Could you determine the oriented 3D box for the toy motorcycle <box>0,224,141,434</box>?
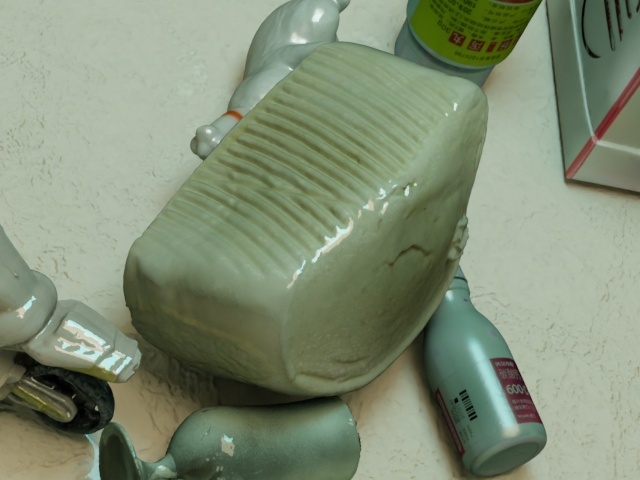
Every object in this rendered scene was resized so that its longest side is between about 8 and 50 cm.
[{"bbox_3d":[-0.322,0.052,1.396,0.340,0.223,0.108,29,47,-1],"label":"toy motorcycle"}]

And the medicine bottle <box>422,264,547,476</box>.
[{"bbox_3d":[0.153,0.128,1.594,0.090,0.090,0.217,-7,59,-24],"label":"medicine bottle"}]

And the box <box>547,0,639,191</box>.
[{"bbox_3d":[0.474,-0.247,1.840,0.312,0.300,0.314,11,53,-14],"label":"box"}]

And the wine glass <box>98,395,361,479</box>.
[{"bbox_3d":[-0.082,0.202,1.450,0.231,0.103,0.103,-7,59,-27],"label":"wine glass"}]

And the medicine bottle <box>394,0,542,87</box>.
[{"bbox_3d":[0.179,-0.281,1.803,0.139,0.225,0.139,10,54,-14],"label":"medicine bottle"}]

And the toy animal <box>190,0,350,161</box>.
[{"bbox_3d":[-0.034,-0.149,1.686,0.138,0.141,0.282,0,42,18],"label":"toy animal"}]

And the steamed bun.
[{"bbox_3d":[0.003,0.000,1.533,0.247,0.236,0.383,19,54,31],"label":"steamed bun"}]
